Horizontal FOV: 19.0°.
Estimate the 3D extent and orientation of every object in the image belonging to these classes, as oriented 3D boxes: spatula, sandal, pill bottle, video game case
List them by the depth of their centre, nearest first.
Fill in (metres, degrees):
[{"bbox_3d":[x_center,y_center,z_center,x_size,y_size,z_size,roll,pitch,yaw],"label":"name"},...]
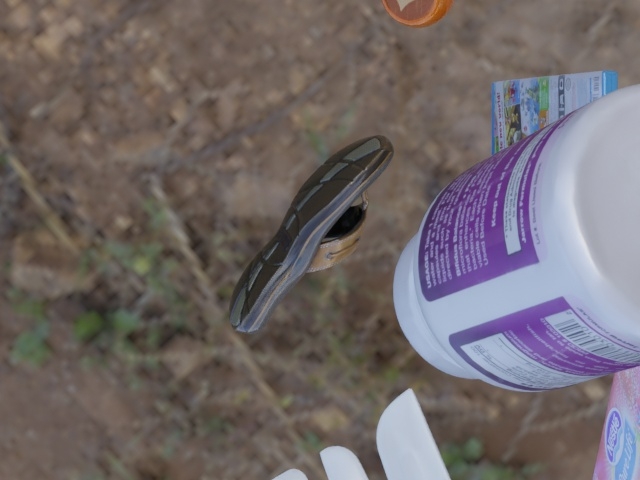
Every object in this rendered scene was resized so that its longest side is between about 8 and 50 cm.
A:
[{"bbox_3d":[0.164,0.011,1.284,0.169,0.169,0.301,49,156,-6],"label":"pill bottle"},{"bbox_3d":[0.047,0.246,1.307,0.019,0.168,0.242,11,-129,-53],"label":"spatula"},{"bbox_3d":[0.187,-0.073,1.540,0.166,0.015,0.119,3,93,64],"label":"video game case"},{"bbox_3d":[0.000,0.000,1.681,0.060,0.219,0.090,31,-169,-20],"label":"sandal"}]

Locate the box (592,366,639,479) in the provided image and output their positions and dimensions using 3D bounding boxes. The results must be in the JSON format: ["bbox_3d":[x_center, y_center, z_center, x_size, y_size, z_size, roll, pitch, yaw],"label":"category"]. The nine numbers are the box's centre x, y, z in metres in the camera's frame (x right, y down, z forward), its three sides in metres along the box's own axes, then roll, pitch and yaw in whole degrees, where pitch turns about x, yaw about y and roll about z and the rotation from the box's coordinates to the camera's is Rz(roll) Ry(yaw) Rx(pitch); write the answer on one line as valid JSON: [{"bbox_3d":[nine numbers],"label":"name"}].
[{"bbox_3d":[0.376,0.212,1.912,0.142,0.154,0.300,-115,20,-45],"label":"box"}]

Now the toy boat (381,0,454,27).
[{"bbox_3d":[0.074,-0.237,1.462,0.151,0.231,0.151,22,117,49],"label":"toy boat"}]
